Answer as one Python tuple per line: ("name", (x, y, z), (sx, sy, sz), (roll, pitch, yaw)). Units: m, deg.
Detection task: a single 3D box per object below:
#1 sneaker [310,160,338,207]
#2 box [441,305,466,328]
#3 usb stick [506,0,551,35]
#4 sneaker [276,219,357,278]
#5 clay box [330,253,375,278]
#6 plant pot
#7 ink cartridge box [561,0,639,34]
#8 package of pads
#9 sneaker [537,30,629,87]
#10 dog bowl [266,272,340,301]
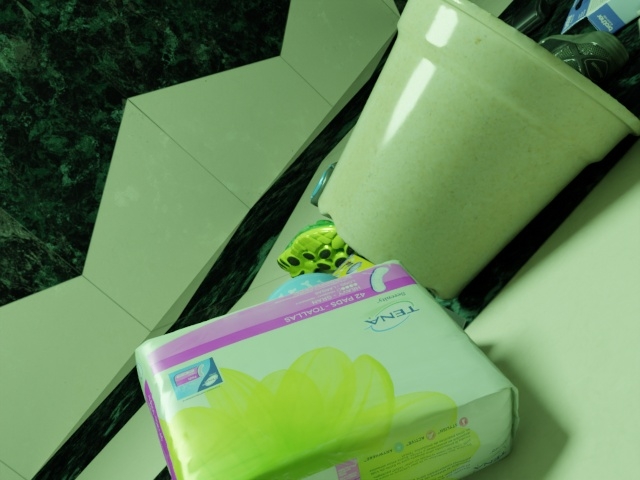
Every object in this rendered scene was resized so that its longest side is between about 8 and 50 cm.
("sneaker", (0.095, -0.083, 1.539), (0.125, 0.140, 0.341), (-59, -11, 21))
("box", (0.083, 0.158, 0.897), (0.145, 0.038, 0.186), (-64, 12, -21))
("usb stick", (0.403, -0.442, 1.752), (0.278, 0.045, 0.077), (-35, 24, 44))
("sneaker", (0.000, 0.000, 1.586), (0.123, 0.109, 0.295), (-57, 15, -23))
("clay box", (0.049, 0.093, 1.253), (0.127, 0.053, 0.222), (-44, 11, -5))
("plant pot", (0.167, -0.106, 0.972), (0.305, 0.334, 0.334), (-56, 10, 15))
("ink cartridge box", (0.542, -0.444, 1.246), (0.311, 0.065, 0.185), (-32, 19, 44))
("package of pads", (0.001, 0.146, 0.708), (0.297, 0.101, 0.229), (-18, 36, -15))
("sneaker", (0.360, -0.252, 1.203), (0.130, 0.087, 0.227), (-42, 17, -5))
("dog bowl", (-0.048, 0.184, 1.082), (0.297, 0.166, 0.074), (-47, 24, 2))
